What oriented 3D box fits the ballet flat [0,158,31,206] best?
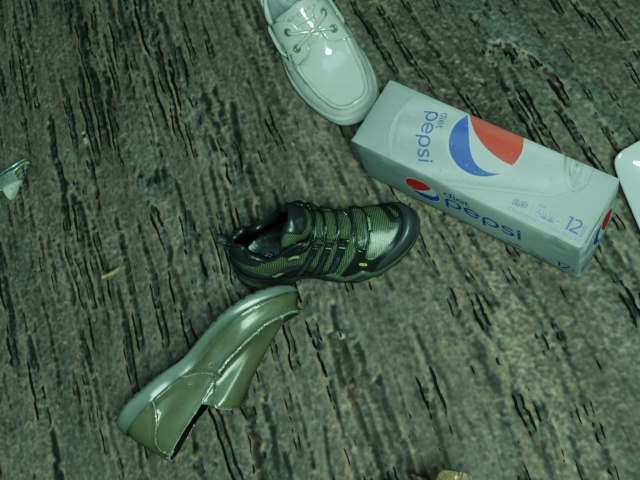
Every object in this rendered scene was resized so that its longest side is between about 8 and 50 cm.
[{"bbox_3d":[-0.424,-0.065,1.226,0.114,0.041,0.041,-30,65,1],"label":"ballet flat"}]

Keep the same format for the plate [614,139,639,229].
[{"bbox_3d":[0.470,-0.025,0.937,0.277,0.045,0.278,-29,63,31],"label":"plate"}]

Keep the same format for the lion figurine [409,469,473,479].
[{"bbox_3d":[0.248,0.356,0.856,0.392,0.142,0.240,3,77,30],"label":"lion figurine"}]

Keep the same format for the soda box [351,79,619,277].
[{"bbox_3d":[0.182,-0.072,1.043,0.286,0.098,0.091,28,78,22],"label":"soda box"}]

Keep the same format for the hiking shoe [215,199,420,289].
[{"bbox_3d":[0.000,0.000,1.049,0.226,0.114,0.086,-15,67,8],"label":"hiking shoe"}]

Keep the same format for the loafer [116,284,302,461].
[{"bbox_3d":[-0.109,0.150,1.040,0.251,0.094,0.087,-42,77,0],"label":"loafer"}]

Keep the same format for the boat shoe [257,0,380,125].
[{"bbox_3d":[-0.019,-0.265,1.167,0.098,0.096,0.277,-32,65,0],"label":"boat shoe"}]
